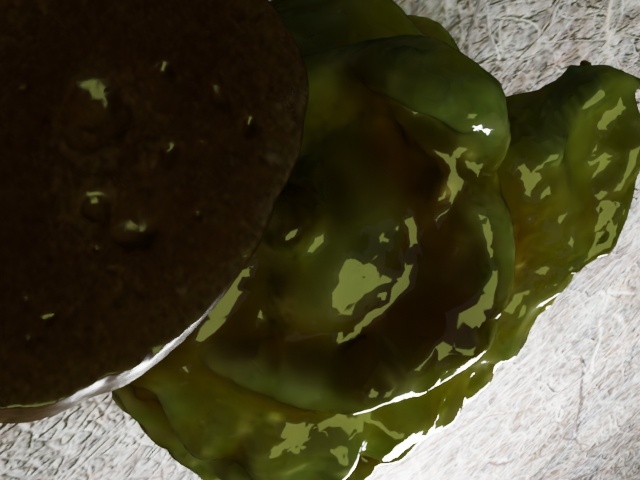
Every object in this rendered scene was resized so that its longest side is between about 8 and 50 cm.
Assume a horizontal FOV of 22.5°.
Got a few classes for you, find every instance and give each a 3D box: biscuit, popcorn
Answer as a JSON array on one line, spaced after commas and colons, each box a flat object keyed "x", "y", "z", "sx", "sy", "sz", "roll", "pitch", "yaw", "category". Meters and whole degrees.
[{"x": -0.139, "y": -0.056, "z": 0.755, "sx": 0.273, "sy": 0.257, "sz": 0.049, "roll": -44, "pitch": -169, "yaw": -28, "category": "biscuit"}, {"x": 0.005, "y": -0.008, "z": 0.964, "sx": 0.335, "sy": 0.279, "sz": 0.274, "roll": -58, "pitch": 144, "yaw": -1, "category": "popcorn"}]
